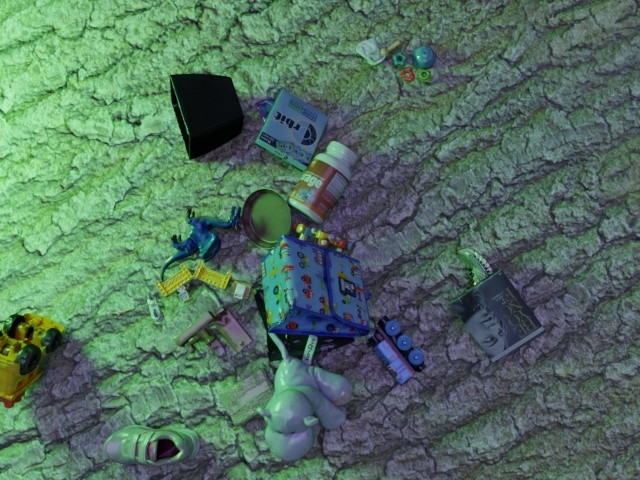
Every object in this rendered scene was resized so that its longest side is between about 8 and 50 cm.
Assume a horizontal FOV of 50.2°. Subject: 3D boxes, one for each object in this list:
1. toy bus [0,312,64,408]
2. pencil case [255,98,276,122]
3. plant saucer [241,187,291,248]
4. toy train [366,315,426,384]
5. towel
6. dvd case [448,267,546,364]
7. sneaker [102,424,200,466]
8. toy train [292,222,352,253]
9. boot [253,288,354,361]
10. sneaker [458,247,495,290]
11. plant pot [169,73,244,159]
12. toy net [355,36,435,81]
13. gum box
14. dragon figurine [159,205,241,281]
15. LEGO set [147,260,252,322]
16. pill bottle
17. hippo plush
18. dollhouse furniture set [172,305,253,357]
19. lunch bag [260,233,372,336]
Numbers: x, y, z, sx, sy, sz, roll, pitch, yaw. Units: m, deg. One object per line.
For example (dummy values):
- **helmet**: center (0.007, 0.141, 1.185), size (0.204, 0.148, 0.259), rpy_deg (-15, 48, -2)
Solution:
- **toy bus**: center (-0.796, 0.326, 1.809), size (0.149, 0.220, 0.211), rpy_deg (17, 114, 10)
- **pencil case**: center (-0.131, -0.324, 1.943), size (0.070, 0.064, 0.152), rpy_deg (-12, 79, -26)
- **plant saucer**: center (-0.144, -0.061, 1.886), size (0.168, 0.029, 0.168), rpy_deg (4, 98, 31)
- **toy train**: center (0.201, 0.292, 1.835), size (0.105, 0.080, 0.184), rpy_deg (-39, 82, 1)
- **towel**: center (-0.190, 0.422, 1.844), size (0.148, 0.027, 0.110), rpy_deg (-32, 83, -4)
- **dvd case**: center (0.470, 0.204, 1.815), size (0.164, 0.018, 0.221), rpy_deg (-36, 103, 11)
- **sneaker**: center (-0.449, 0.537, 1.787), size (0.252, 0.111, 0.103), rpy_deg (-4, 81, 1)
- **toy train**: center (0.000, 0.000, 1.867), size (0.166, 0.125, 0.046), rpy_deg (18, 85, 11)
- **boot**: center (-0.046, 0.204, 1.842), size (0.246, 0.094, 0.207), rpy_deg (-11, 84, 4)
- **sneaker**: center (0.435, 0.121, 1.852), size (0.092, 0.088, 0.225), rpy_deg (-27, 81, -2)
- **plant pot**: center (-0.311, -0.356, 1.901), size (0.167, 0.187, 0.188), rpy_deg (-16, 80, -13)
- **toy net**: center (0.215, -0.520, 1.982), size (0.232, 0.045, 0.122), rpy_deg (8, 83, 4)
- **gum box**: center (-0.078, -0.307, 1.901), size (0.157, 0.041, 0.184), rpy_deg (30, 64, -15)
- **dragon figurine**: center (-0.328, 0.007, 1.883), size (0.144, 0.085, 0.289), rpy_deg (29, 81, 6)
- **LEGO set**: center (-0.324, 0.127, 1.850), size (0.287, 0.107, 0.132), rpy_deg (-14, 78, 0)
- **pill bottle**: center (0.009, -0.161, 1.887), size (0.121, 0.121, 0.216), rpy_deg (32, 82, 6)
- **hippo plush**: center (-0.035, 0.413, 1.696), size (0.234, 0.236, 0.294), rpy_deg (5, 107, 0)
- **dollhouse furniture set**: center (-0.281, 0.264, 1.809), size (0.144, 0.151, 0.123), rpy_deg (-39, 83, -3)
- **lunch bag**: center (0.007, 0.136, 1.791), size (0.293, 0.138, 0.221), rpy_deg (13, 50, -30)
